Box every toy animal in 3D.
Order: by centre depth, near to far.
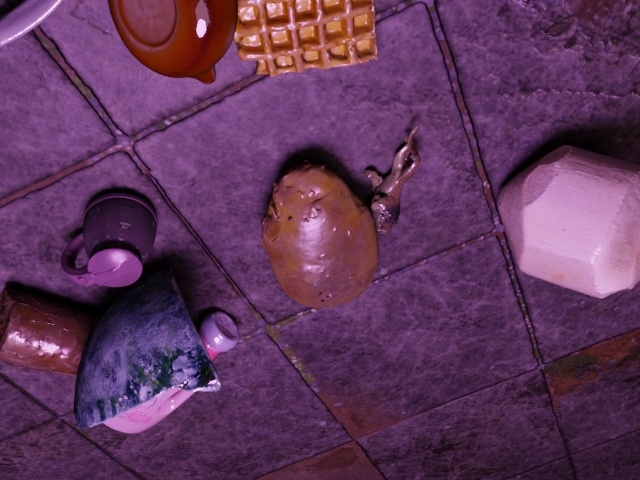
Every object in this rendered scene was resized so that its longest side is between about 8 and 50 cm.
[{"bbox_3d":[0.118,-0.102,1.053,0.086,0.069,0.220,-11,140,-32],"label":"toy animal"}]

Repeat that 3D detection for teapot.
[{"bbox_3d":[-0.175,-0.316,0.776,0.178,0.135,0.252,6,115,26],"label":"teapot"},{"bbox_3d":[-0.333,0.004,0.984,0.148,0.146,0.116,0,130,-12],"label":"teapot"}]

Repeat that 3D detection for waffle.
[{"bbox_3d":[-0.032,-0.308,0.850,0.211,0.055,0.160,-10,132,-3],"label":"waffle"}]

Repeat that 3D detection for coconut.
[{"bbox_3d":[0.428,-0.035,1.066,0.237,0.266,0.237,-30,134,-37],"label":"coconut"}]

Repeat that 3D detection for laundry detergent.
[{"bbox_3d":[-0.298,0.263,1.251,0.335,0.088,0.159,-39,132,19],"label":"laundry detergent"}]

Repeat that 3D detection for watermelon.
[{"bbox_3d":[-0.278,0.218,1.037,0.289,0.320,0.214,-49,137,-5],"label":"watermelon"}]

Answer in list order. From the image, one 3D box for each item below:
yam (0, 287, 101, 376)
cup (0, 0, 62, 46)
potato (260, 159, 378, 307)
[{"bbox_3d":[-0.456,0.175,1.113,0.238,0.128,0.129,26,121,-30],"label":"yam"},{"bbox_3d":[-0.438,-0.297,0.676,0.323,0.237,0.327,0,136,-54],"label":"cup"},{"bbox_3d":[0.000,0.000,1.063,0.191,0.141,0.296,-18,129,0],"label":"potato"}]
